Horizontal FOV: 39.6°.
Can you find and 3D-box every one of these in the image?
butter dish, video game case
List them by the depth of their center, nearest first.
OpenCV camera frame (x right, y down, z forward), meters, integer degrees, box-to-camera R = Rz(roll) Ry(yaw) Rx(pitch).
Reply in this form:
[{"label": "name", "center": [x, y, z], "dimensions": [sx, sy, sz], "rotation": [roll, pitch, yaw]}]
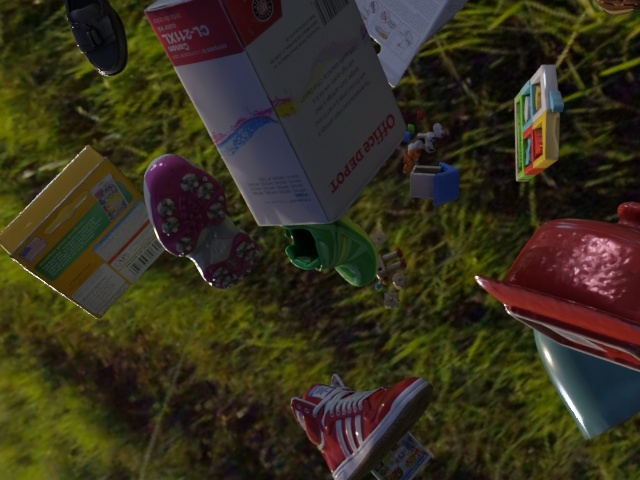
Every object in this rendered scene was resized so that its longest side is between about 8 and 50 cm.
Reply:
[{"label": "butter dish", "center": [0.225, 0.028, 0.674], "dimensions": [0.160, 0.118, 0.160], "rotation": [16, 172, 42]}, {"label": "video game case", "center": [0.105, 0.325, 1.386], "dimensions": [0.122, 0.087, 0.011], "rotation": [48, 161, -6]}]

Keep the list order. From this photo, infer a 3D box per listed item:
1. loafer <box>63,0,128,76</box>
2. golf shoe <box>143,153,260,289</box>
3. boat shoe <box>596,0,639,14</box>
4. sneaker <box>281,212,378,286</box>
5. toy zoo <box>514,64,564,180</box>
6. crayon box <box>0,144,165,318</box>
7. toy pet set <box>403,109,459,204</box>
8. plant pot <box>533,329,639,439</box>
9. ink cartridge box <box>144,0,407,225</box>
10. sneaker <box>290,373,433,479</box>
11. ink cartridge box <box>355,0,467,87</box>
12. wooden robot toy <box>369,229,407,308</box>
[{"label": "loafer", "center": [-0.426, -0.424, 1.590], "dimensions": [0.096, 0.084, 0.267], "rotation": [-19, 90, 13]}, {"label": "golf shoe", "center": [-0.194, -0.040, 1.288], "dimensions": [0.140, 0.115, 0.306], "rotation": [45, 169, 30]}, {"label": "boat shoe", "center": [0.566, -0.444, 1.586], "dimensions": [0.178, 0.060, 0.064], "rotation": [5, 82, 56]}, {"label": "sneaker", "center": [0.000, 0.000, 1.446], "dimensions": [0.109, 0.123, 0.295], "rotation": [24, 163, 37]}, {"label": "toy zoo", "center": [0.448, -0.240, 1.833], "dimensions": [0.293, 0.030, 0.192], "rotation": [92, 178, -85]}, {"label": "crayon box", "center": [-0.372, -0.015, 1.421], "dimensions": [0.083, 0.203, 0.323], "rotation": [39, 170, 20]}, {"label": "toy pet set", "center": [0.154, -0.108, 1.197], "dimensions": [0.065, 0.122, 0.114], "rotation": [4, 115, 15]}, {"label": "plant pot", "center": [0.517, 0.171, 1.567], "dimensions": [0.235, 0.293, 0.293], "rotation": [56, 148, 14]}, {"label": "ink cartridge box", "center": [-0.023, -0.114, 0.621], "dimensions": [0.072, 0.127, 0.175], "rotation": [-2, 125, 38]}, {"label": "sneaker", "center": [0.021, 0.103, 0.553], "dimensions": [0.067, 0.042, 0.118], "rotation": [51, 138, 20]}, {"label": "ink cartridge box", "center": [0.122, -0.375, 1.312], "dimensions": [0.189, 0.066, 0.232], "rotation": [48, 129, 25]}, {"label": "wooden robot toy", "center": [0.146, 0.067, 1.878], "dimensions": [0.079, 0.076, 0.173], "rotation": [66, -173, -66]}]
